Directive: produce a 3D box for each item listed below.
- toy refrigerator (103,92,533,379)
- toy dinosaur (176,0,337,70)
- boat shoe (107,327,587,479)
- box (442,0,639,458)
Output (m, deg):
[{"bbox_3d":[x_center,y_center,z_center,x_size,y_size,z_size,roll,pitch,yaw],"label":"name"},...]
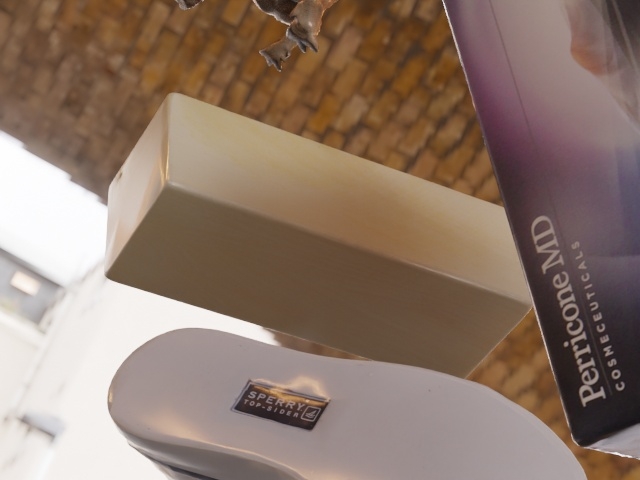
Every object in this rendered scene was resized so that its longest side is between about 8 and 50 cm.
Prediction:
[{"bbox_3d":[0.000,0.000,1.173,0.269,0.094,0.102,18,-46,-21],"label":"toy refrigerator"},{"bbox_3d":[-0.005,-0.274,1.652,0.127,0.200,0.295,47,-26,-11],"label":"toy dinosaur"},{"bbox_3d":[0.014,0.117,0.825,0.267,0.096,0.088,10,-38,34],"label":"boat shoe"},{"bbox_3d":[0.244,-0.072,0.874,0.294,0.296,0.182,-26,-24,28],"label":"box"}]
